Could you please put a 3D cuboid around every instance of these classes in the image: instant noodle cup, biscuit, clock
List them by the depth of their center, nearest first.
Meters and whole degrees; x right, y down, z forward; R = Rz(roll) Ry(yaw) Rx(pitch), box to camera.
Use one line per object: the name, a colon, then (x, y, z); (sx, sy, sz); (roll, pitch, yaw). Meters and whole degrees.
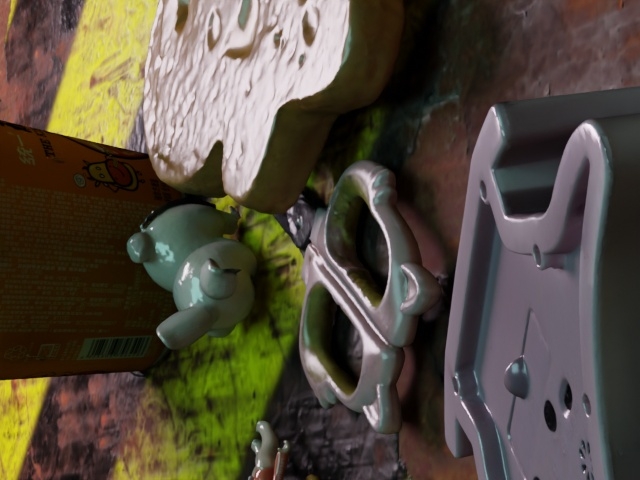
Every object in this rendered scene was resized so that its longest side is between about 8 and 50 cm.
clock: (0.133, 0.069, 0.793); (0.275, 0.080, 0.290); (-112, 16, -44)
biscuit: (-0.031, -0.144, 1.288); (0.355, 0.052, 0.275); (153, 124, -62)
instant noodle cup: (-0.204, 0.011, 1.476); (0.216, 0.172, 0.215); (-21, 67, 62)

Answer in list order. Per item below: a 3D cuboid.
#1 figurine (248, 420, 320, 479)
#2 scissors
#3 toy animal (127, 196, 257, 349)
figurine: (-0.025, 0.155, 1.235); (0.109, 0.047, 0.064); (-106, 25, -53)
scissors: (0.000, 0.000, 1.238); (0.317, 0.024, 0.160); (-126, 45, -57)
toy animal: (-0.077, 0.023, 1.336); (0.071, 0.085, 0.124); (-57, 40, 15)
